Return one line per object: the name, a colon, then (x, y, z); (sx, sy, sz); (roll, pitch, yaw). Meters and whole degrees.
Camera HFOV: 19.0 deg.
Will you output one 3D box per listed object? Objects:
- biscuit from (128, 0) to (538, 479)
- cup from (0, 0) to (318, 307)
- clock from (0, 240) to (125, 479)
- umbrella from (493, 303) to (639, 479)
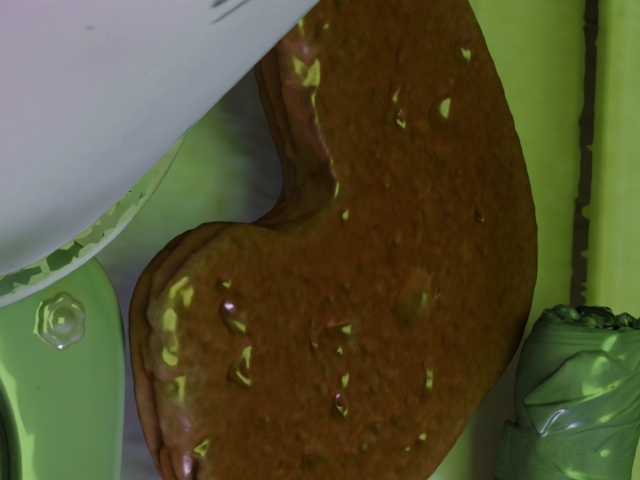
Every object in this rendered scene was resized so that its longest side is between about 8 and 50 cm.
biscuit: (0.000, 0.000, 0.616); (0.192, 0.036, 0.186); (-50, 129, -34)
cup: (-0.074, -0.132, 0.432); (0.253, 0.274, 0.253); (13, 65, -30)
clock: (-0.150, 0.065, 0.531); (0.191, 0.062, 0.151); (6, 85, -31)
umbrella: (0.085, 0.093, 0.677); (0.067, 0.062, 0.143); (-18, 116, -64)
